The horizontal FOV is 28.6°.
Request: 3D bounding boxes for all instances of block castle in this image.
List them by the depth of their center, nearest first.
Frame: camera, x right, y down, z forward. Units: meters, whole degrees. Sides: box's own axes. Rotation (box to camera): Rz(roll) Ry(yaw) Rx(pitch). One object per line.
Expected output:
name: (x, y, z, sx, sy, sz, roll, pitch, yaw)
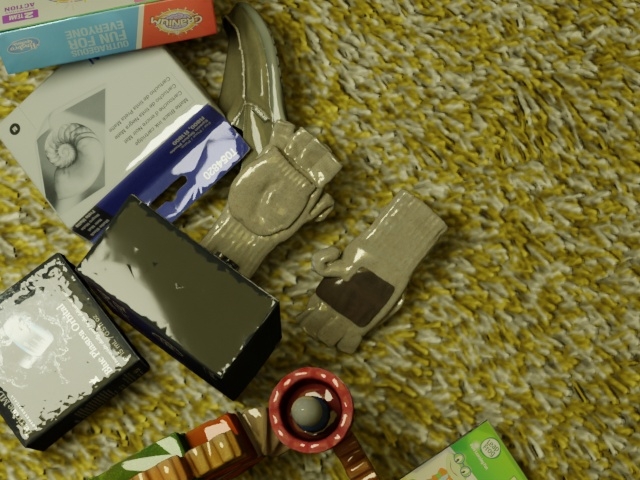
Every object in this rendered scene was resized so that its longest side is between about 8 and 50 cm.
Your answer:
block castle: (-0.113, 0.349, 1.259, 0.453, 0.213, 0.303, -29, 76, 2)

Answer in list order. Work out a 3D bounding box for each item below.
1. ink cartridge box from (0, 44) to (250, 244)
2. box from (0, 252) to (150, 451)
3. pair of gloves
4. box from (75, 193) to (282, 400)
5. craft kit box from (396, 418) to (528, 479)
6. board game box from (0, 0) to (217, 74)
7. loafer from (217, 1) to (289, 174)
ink cartridge box: (-0.231, -0.117, 1.444, 0.223, 0.045, 0.224, -42, 78, 7)
box: (-0.302, 0.126, 1.401, 0.158, 0.093, 0.156, -38, 81, -7)
pair of gloves: (0.000, 0.000, 1.424, 0.240, 0.042, 0.204, 31, 101, -7)
box: (-0.141, 0.070, 1.330, 0.184, 0.261, 0.103, 33, 79, 6)
craft kit box: (0.150, 0.367, 1.379, 0.247, 0.061, 0.250, -32, 80, -5)
board game box: (-0.263, -0.346, 1.454, 0.242, 0.064, 0.316, -11, 53, -3)
loafer: (-0.085, -0.158, 1.466, 0.087, 0.094, 0.251, -12, 79, -6)
